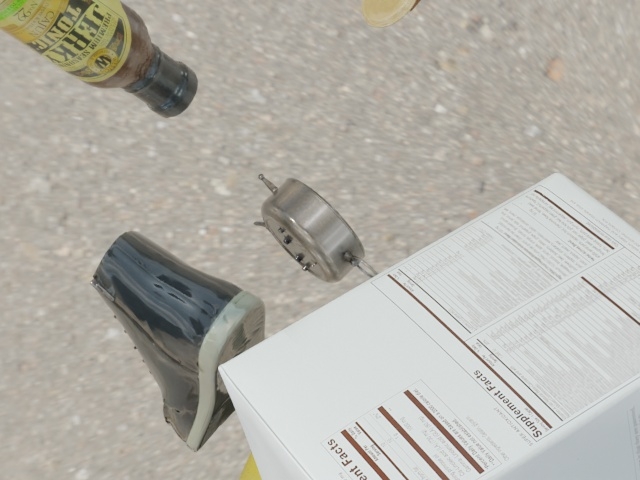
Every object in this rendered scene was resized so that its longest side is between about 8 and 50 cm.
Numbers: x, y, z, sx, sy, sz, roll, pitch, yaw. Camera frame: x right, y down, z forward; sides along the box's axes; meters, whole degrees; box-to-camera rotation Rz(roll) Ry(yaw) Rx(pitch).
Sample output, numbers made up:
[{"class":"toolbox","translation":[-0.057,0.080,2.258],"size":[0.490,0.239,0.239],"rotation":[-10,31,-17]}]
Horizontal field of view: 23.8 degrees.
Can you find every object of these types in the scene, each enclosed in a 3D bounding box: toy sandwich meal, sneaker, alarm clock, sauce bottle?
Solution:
[{"class":"toy sandwich meal","translation":[0.081,-0.258,1.606],"size":[0.085,0.029,0.086],"rotation":[-21,55,33]},{"class":"sneaker","translation":[-0.108,0.073,1.147],"size":[0.118,0.222,0.083],"rotation":[35,59,13]},{"class":"alarm clock","translation":[0.000,0.000,1.762],"size":[0.064,0.129,0.192],"rotation":[-47,49,-14]},{"class":"sauce bottle","translation":[-0.276,-0.248,1.756],"size":[0.111,0.344,0.111],"rotation":[-20,57,33]}]

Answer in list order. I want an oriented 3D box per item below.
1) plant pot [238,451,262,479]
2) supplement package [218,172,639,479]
[{"class":"plant pot","translation":[0.013,0.335,1.462],"size":[0.212,0.212,0.187],"rotation":[20,70,48]},{"class":"supplement package","translation":[0.090,0.115,0.753],"size":[0.203,0.194,0.149],"rotation":[-29,41,-16]}]
